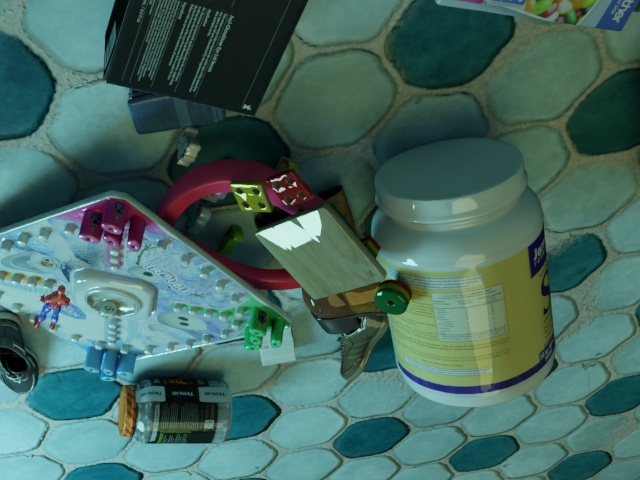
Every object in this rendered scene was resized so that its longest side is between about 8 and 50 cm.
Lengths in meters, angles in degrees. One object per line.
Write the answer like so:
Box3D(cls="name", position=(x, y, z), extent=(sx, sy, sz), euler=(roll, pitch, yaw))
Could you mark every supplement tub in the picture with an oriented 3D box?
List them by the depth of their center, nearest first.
Box3D(cls="supplement tub", position=(0.204, 0.044, 1.244), extent=(0.241, 0.241, 0.331), euler=(-13, 117, -1))
Box3D(cls="supplement tub", position=(-0.264, 0.308, 1.566), extent=(0.190, 0.117, 0.117), euler=(5, 136, -21))

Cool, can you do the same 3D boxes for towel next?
Box3D(cls="towel", position=(-0.183, -0.172, 1.108), extent=(0.119, 0.029, 0.067), euler=(-10, 139, -5))

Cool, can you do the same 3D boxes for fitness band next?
Box3D(cls="fitness band", position=(-0.095, -0.009, 1.224), extent=(0.209, 0.054, 0.291), euler=(-38, 133, 27))

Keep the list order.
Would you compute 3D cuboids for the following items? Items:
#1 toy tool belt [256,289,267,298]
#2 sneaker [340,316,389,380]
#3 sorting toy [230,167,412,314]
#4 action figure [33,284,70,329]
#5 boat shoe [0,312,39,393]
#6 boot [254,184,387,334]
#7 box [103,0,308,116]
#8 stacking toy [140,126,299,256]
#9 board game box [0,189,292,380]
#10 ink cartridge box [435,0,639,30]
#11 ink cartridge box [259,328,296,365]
Box3D(cls="toy tool belt", position=(-0.115, 0.087, 1.415), extent=(0.051, 0.052, 0.083), euler=(11, 141, 20))
Box3D(cls="sneaker", position=(0.062, 0.177, 1.563), extent=(0.071, 0.066, 0.188), euler=(19, 127, -10))
Box3D(cls="sorting toy", position=(0.000, 0.000, 1.145), extent=(0.132, 0.046, 0.274), euler=(-20, 121, 41))
Box3D(cls="action figure", position=(-0.371, 0.090, 1.201), extent=(0.038, 0.030, 0.115), euler=(16, 148, -23))
Box3D(cls="boat shoe", position=(-0.506, 0.202, 1.416), extent=(0.075, 0.065, 0.206), euler=(-5, 139, -10))
Box3D(cls="boot", position=(0.068, 0.008, 1.367), extent=(0.264, 0.096, 0.280), euler=(-16, 132, 13))
Box3D(cls="box", position=(-0.116, -0.280, 0.948), extent=(0.184, 0.103, 0.261), euler=(12, 133, -23))
Box3D(cls="stacking toy", position=(-0.156, -0.057, 1.230), extent=(0.167, 0.052, 0.221), euler=(16, 132, -30))
Box3D(cls="board game box", position=(-0.305, 0.092, 1.268), extent=(0.390, 0.050, 0.390), euler=(-15, 143, 30))
Box3D(cls="ink cartridge box", position=(0.302, -0.349, 1.021), extent=(0.311, 0.065, 0.186), euler=(1, 138, -20))
Box3D(cls="ink cartridge box", position=(-0.080, 0.177, 1.535), extent=(0.063, 0.029, 0.115), euler=(-10, 138, -4))
